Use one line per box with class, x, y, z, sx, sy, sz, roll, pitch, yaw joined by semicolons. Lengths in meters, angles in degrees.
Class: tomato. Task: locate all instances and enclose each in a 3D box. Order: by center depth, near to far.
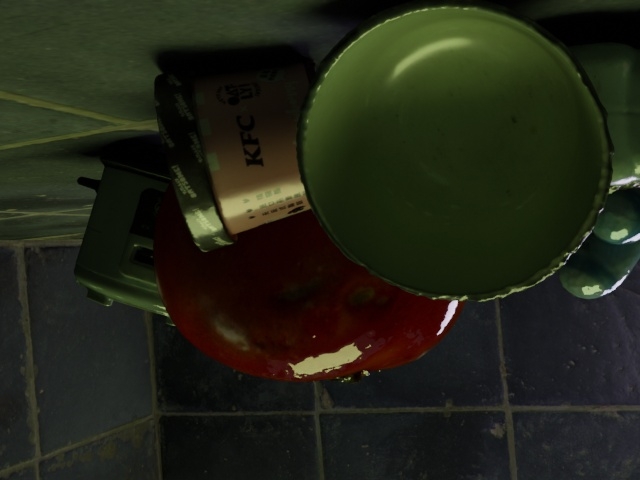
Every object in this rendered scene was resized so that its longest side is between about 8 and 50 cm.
tomato;0.000;0.000;0.855;0.325;0.289;0.293;2;-179;26

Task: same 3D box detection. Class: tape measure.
tape measure;0.251;-0.111;0.716;0.246;0.125;0.243;-2;-175;-1

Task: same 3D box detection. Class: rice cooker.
rice cooker;-0.194;-0.014;1.075;0.281;0.227;0.241;17;179;4

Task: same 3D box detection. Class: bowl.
bowl;0.096;-0.073;0.572;0.211;0.211;0.112;-5;-156;21

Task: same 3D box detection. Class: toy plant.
toy plant;0.405;-0.052;1.095;0.332;0.247;0.247;-9;179;-11

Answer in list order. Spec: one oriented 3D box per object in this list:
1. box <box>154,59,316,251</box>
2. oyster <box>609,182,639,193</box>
box;-0.052;-0.077;0.670;0.135;0.151;0.151;-12;179;-1
oyster;0.270;-0.109;0.948;0.351;0.158;0.162;3;141;37
